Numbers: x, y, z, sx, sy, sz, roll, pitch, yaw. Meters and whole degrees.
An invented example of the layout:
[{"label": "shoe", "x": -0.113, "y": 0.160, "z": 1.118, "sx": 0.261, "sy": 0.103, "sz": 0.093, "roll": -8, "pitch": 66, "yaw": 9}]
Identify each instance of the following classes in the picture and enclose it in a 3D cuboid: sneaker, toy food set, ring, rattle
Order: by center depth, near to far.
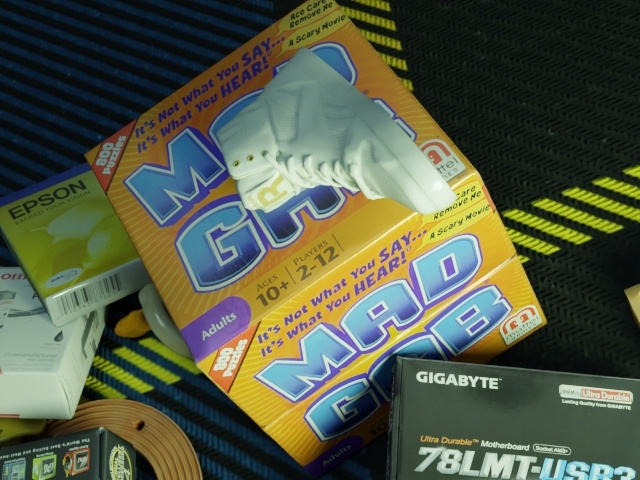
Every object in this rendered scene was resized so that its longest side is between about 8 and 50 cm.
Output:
[{"label": "sneaker", "x": 0.003, "y": -0.071, "z": 1.266, "sx": 0.169, "sy": 0.108, "sz": 0.292, "roll": -42, "pitch": 43, "yaw": -3}, {"label": "ring", "x": -0.301, "y": 0.367, "z": 1.612, "sx": 0.336, "sy": 0.032, "sz": 0.336, "roll": -10, "pitch": 57, "yaw": 16}, {"label": "rattle", "x": -0.192, "y": 0.159, "z": 1.672, "sx": 0.143, "sy": 0.130, "sz": 0.200, "roll": -39, "pitch": 79, "yaw": 11}, {"label": "toy food set", "x": -0.452, "y": 0.237, "z": 1.729, "sx": 0.128, "sy": 0.071, "sz": 0.218, "roll": -22, "pitch": 35, "yaw": -18}]

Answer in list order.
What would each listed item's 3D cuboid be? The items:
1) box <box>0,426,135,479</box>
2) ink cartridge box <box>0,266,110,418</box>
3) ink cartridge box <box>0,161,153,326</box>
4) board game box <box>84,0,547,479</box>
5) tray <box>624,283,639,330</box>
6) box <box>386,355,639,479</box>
[{"label": "box", "x": -0.425, "y": 0.427, "z": 1.549, "sx": 0.395, "sy": 0.097, "sz": 0.318, "roll": -12, "pitch": 61, "yaw": 16}, {"label": "ink cartridge box", "x": -0.396, "y": 0.136, "z": 1.704, "sx": 0.158, "sy": 0.092, "sz": 0.218, "roll": 0, "pitch": 38, "yaw": 8}, {"label": "ink cartridge box", "x": -0.303, "y": -0.045, "z": 1.775, "sx": 0.303, "sy": 0.072, "sz": 0.307, "roll": -25, "pitch": 49, "yaw": -18}, {"label": "board game box", "x": 0.000, "y": 0.000, "z": 1.505, "sx": 0.356, "sy": 0.356, "sz": 0.356, "roll": -35, "pitch": 53, "yaw": 1}, {"label": "tray", "x": 0.578, "y": 0.071, "z": 1.387, "sx": 0.411, "sy": 0.076, "sz": 0.203, "roll": -23, "pitch": 53, "yaw": 8}, {"label": "box", "x": 0.217, "y": 0.283, "z": 1.349, "sx": 0.295, "sy": 0.073, "sz": 0.293, "roll": 7, "pitch": 61, "yaw": -1}]
